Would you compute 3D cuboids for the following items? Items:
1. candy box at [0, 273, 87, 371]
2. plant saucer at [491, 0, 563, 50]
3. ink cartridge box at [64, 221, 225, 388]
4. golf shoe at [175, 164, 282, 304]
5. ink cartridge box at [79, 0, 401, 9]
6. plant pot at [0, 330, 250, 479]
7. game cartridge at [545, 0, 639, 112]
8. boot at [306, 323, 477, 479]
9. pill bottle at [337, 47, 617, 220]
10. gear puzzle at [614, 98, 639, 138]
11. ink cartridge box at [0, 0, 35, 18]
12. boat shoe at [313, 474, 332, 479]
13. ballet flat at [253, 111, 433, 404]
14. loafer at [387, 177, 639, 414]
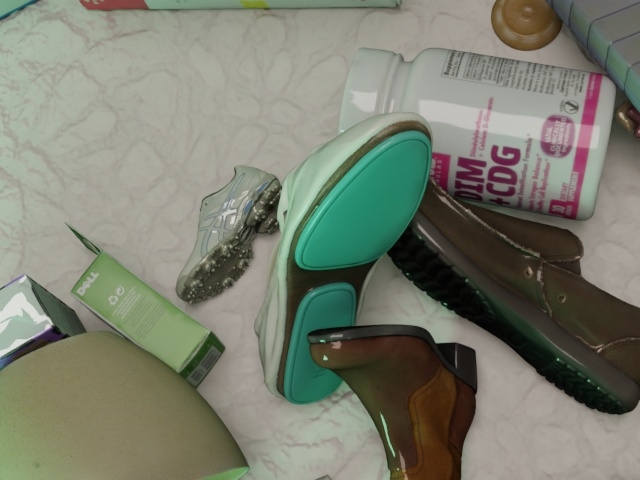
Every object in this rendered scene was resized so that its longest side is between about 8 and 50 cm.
[{"bbox_3d":[-0.344,0.125,1.633,0.165,0.196,0.070,-31,75,-2],"label":"candy box"},{"bbox_3d":[0.239,-0.261,1.755,0.083,0.015,0.083,-2,76,6],"label":"plant saucer"},{"bbox_3d":[-0.210,0.073,1.676,0.209,0.109,0.062,36,82,13],"label":"ink cartridge box"},{"bbox_3d":[-0.113,-0.009,1.719,0.086,0.069,0.176,35,79,33],"label":"golf shoe"},{"bbox_3d":[-0.105,-0.378,1.686,0.385,0.279,0.160,1,76,6],"label":"ink cartridge box"},{"bbox_3d":[-0.240,0.205,1.554,0.284,0.284,0.191,-25,78,0],"label":"plant pot"},{"bbox_3d":[0.444,-0.275,1.648,0.355,0.068,0.230,-22,58,-12],"label":"game cartridge"},{"bbox_3d":[0.071,0.233,1.548,0.096,0.264,0.280,-4,74,30],"label":"boot"},{"bbox_3d":[0.170,-0.122,1.655,0.283,0.160,0.160,10,78,9],"label":"pill bottle"},{"bbox_3d":[0.491,-0.177,1.660,0.339,0.044,0.175,-40,90,-18],"label":"gear puzzle"},{"bbox_3d":[-0.543,-0.418,1.799,0.285,0.166,0.395,-27,76,-1],"label":"ink cartridge box"},{"bbox_3d":[-0.048,0.328,1.625,0.184,0.066,0.063,-41,90,-6],"label":"boat shoe"},{"bbox_3d":[0.000,0.000,1.558,0.139,0.400,0.139,10,41,-9],"label":"ballet flat"},{"bbox_3d":[0.209,0.034,1.620,0.366,0.134,0.130,39,74,-7],"label":"loafer"}]
